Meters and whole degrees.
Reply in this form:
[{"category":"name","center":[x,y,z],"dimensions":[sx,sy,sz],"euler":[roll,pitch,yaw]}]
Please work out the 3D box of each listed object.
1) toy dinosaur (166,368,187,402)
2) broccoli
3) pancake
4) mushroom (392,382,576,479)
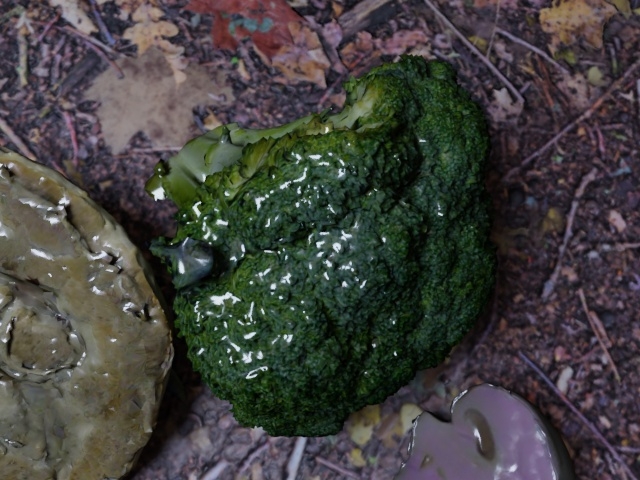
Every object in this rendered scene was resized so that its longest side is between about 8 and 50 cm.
[{"category":"toy dinosaur","center":[-0.248,0.085,0.539],"dimensions":[0.188,0.075,0.247],"euler":[-35,86,-1]},{"category":"broccoli","center":[0.000,0.000,0.474],"dimensions":[0.283,0.304,0.321],"euler":[29,49,28]},{"category":"pancake","center":[-0.309,0.090,0.445],"dimensions":[0.387,0.082,0.387],"euler":[-3,104,-13]},{"category":"mushroom","center":[0.144,0.226,0.489],"dimensions":[0.117,0.141,0.188],"euler":[34,79,-29]}]
